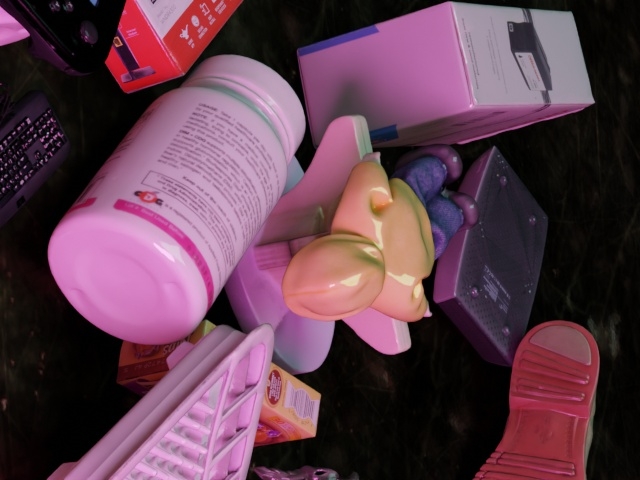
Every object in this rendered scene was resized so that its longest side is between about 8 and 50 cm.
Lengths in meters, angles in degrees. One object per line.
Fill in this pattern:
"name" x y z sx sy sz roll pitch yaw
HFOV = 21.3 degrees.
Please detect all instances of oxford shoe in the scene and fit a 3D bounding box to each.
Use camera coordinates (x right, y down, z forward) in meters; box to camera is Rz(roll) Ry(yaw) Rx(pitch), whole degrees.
"oxford shoe" 0.274 0.304 2.135 0.146 0.140 0.397 71 38 -58

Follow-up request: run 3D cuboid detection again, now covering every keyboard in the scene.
"keyboard" -0.288 -0.074 1.550 0.100 0.038 0.192 60 37 -22

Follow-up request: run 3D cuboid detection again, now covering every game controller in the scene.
"game controller" -0.220 -0.290 1.502 0.319 0.067 0.166 -81 150 -44

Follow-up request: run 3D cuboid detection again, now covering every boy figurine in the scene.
"boy figurine" 0.064 0.008 1.695 0.285 0.092 0.177 -42 115 -50

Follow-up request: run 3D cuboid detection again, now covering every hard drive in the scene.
"hard drive" 0.221 0.022 2.219 0.172 0.054 0.255 49 44 -35

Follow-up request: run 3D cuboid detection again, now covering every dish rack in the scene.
"dish rack" -0.161 0.234 1.505 0.333 0.072 0.285 -46 156 -50

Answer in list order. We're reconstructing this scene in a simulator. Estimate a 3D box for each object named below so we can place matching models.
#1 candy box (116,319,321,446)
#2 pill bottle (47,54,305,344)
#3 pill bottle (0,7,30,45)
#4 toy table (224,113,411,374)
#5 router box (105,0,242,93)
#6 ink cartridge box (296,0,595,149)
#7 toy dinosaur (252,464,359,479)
"candy box" -0.098 0.145 1.682 0.186 0.109 0.053 36 51 -44
"pill bottle" -0.129 -0.047 1.649 0.160 0.160 0.283 57 42 -26
"pill bottle" -0.321 -0.279 1.500 0.119 0.119 0.208 -6 84 -55
"toy table" 0.000 0.000 1.825 0.252 0.161 0.274 -33 107 -54
"router box" -0.178 -0.368 1.761 0.301 0.082 0.335 58 39 -25
"ink cartridge box" 0.154 -0.194 2.048 0.307 0.223 0.129 -7 84 -55
"toy dinosaur" 0.019 0.333 1.672 0.322 0.218 0.164 -2 105 -14
